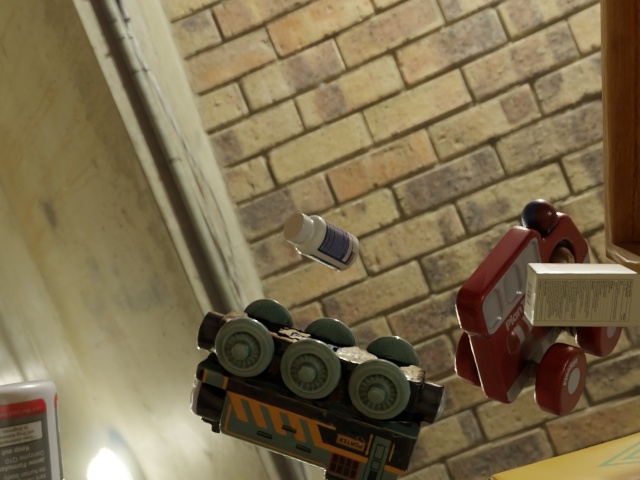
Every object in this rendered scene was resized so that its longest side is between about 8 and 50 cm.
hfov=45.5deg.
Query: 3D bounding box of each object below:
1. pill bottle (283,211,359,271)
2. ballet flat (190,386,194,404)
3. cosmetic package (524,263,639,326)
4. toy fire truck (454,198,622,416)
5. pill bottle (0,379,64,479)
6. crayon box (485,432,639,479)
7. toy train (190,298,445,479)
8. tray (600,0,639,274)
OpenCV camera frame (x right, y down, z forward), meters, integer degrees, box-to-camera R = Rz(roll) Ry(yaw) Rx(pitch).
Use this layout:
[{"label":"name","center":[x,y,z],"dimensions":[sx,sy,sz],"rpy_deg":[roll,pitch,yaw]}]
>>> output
[{"label":"pill bottle","center":[0.000,0.000,1.230],"dimensions":[0.120,0.067,0.067],"rpy_deg":[28,-35,-36]},{"label":"ballet flat","center":[-0.133,0.267,1.254],"dimensions":[0.106,0.108,0.316],"rpy_deg":[16,-20,-27]},{"label":"cosmetic package","center":[0.275,0.056,0.793],"dimensions":[0.115,0.060,0.041],"rpy_deg":[2,14,1]},{"label":"toy fire truck","center":[0.310,0.083,1.104],"dimensions":[0.169,0.254,0.302],"rpy_deg":[15,47,41]},{"label":"pill bottle","center":[-0.358,0.302,0.824],"dimensions":[0.161,0.283,0.161],"rpy_deg":[-7,-7,-1]},{"label":"crayon box","center":[0.240,0.223,0.468],"dimensions":[0.323,0.203,0.083],"rpy_deg":[-13,-1,-7]},{"label":"toy train","center":[-0.013,0.202,0.987],"dimensions":[0.334,0.190,0.142],"rpy_deg":[16,13,9]},{"label":"tray","center":[0.232,-0.170,0.421],"dimensions":[0.076,0.411,0.203],"rpy_deg":[-7,12,-4]}]
